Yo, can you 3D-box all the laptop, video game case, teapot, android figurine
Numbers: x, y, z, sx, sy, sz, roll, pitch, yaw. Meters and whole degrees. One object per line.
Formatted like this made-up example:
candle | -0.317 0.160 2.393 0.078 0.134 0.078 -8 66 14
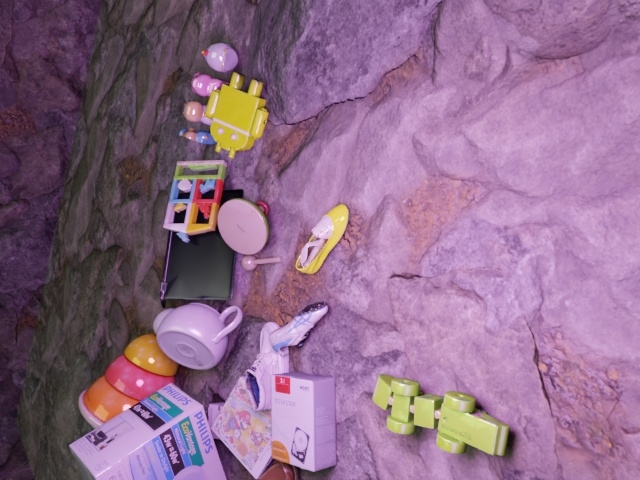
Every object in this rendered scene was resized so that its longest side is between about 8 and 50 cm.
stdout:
laptop | -0.432 0.042 1.986 0.408 0.236 0.382 136 141 -70
video game case | -0.214 0.566 1.683 0.227 0.026 0.206 37 103 29
teapot | -0.408 0.297 1.864 0.253 0.255 0.187 110 -177 -46
android figurine | -0.280 -0.412 1.840 0.248 0.056 0.273 29 107 25

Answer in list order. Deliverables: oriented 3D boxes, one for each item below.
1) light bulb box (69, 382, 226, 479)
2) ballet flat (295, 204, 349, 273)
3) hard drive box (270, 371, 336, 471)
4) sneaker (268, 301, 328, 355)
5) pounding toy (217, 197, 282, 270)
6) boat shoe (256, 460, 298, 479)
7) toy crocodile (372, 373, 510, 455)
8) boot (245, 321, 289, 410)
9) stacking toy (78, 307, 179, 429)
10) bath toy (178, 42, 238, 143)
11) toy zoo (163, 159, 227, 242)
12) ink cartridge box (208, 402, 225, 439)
light bulb box | -0.525 0.716 1.745 0.225 0.361 0.358 12 122 46
ballet flat | 0.000 0.000 1.516 0.077 0.077 0.231 52 123 37
hard drive box | -0.049 0.489 1.522 0.181 0.089 0.232 -8 80 46
sneaker | -0.053 0.248 1.564 0.237 0.085 0.086 -41 85 34
pounding toy | -0.208 -0.036 1.752 0.182 0.110 0.237 -17 104 34
boat shoe | -0.167 0.757 1.617 0.111 0.104 0.307 48 121 38
toy crocodile | 0.249 0.374 1.208 0.340 0.105 0.115 6 91 43
boot | -0.163 0.369 1.630 0.095 0.123 0.259 -30 65 42
stacking toy | -0.642 0.476 2.073 0.350 0.350 0.480 29 91 45
bath toy | -0.398 -0.521 1.938 0.129 0.151 0.349 23 102 28
toy zoo | -0.433 -0.134 1.899 0.192 0.030 0.294 1 73 20
ink cartridge box | -0.298 0.591 1.804 0.150 0.063 0.109 -10 80 46
